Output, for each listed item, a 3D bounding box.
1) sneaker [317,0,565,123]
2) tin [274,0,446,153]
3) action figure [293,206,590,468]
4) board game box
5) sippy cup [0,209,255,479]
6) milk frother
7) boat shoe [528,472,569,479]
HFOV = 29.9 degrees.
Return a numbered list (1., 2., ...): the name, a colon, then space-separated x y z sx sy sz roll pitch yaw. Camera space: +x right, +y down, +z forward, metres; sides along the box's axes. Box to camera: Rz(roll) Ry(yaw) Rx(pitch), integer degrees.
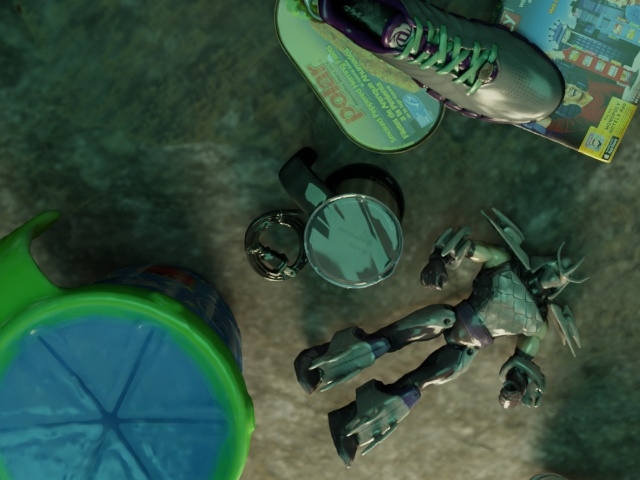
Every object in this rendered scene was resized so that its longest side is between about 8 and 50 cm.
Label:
1. sneaker: 0.093 -0.153 0.990 0.224 0.098 0.083 27 111 8
2. tin: 0.036 -0.166 1.076 0.106 0.040 0.189 -34 99 8
3. action figure: 0.123 0.090 1.105 0.285 0.099 0.185 -31 95 8
4. board game box: 0.203 -0.195 1.042 0.194 0.060 0.194 23 108 1
5. sippy cup: -0.165 0.126 1.068 0.240 0.224 0.305 2 104 4
6. milk frother: 0.000 0.000 1.070 0.129 0.135 0.143 27 105 -2
7. boat shoe: 0.289 0.308 1.146 0.226 0.076 0.083 32 85 -3
